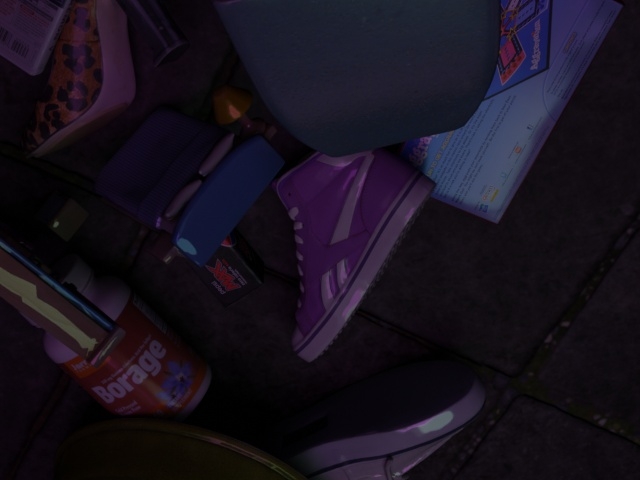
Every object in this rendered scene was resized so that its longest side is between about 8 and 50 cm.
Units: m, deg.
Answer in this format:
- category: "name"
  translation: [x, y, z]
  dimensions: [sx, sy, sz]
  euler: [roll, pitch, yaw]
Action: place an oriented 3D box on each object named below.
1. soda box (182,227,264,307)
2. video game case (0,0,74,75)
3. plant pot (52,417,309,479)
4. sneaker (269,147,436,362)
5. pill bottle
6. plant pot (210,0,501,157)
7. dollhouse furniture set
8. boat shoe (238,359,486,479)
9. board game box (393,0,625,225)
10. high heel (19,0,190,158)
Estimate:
- category: "soda box"
  translation: [-0.134, -0.008, 1.374]
  dimensions: [0.060, 0.053, 0.169]
  euler: [-32, 114, 15]
- category: "video game case"
  translation: [-0.324, -0.292, 1.202]
  dimensions: [0.201, 0.023, 0.183]
  euler: [34, 114, 7]
- category: "plant pot"
  translation: [-0.188, 0.450, 1.373]
  dimensions: [0.367, 0.353, 0.366]
  euler: [10, 139, 9]
- category: "sneaker"
  translation: [0.000, -0.001, 1.372]
  dimensions: [0.161, 0.102, 0.282]
  euler: [32, 120, 5]
- category: "pill bottle"
  translation: [-0.237, 0.120, 1.399]
  dimensions: [0.121, 0.121, 0.216]
  euler: [-37, 113, 16]
- category: "plant pot"
  translation: [0.044, -0.225, 1.166]
  dimensions: [0.248, 0.247, 0.252]
  euler: [-13, 135, 6]
- category: "dollhouse furniture set"
  translation: [-0.241, -0.079, 1.234]
  dimensions: [0.303, 0.286, 0.198]
  euler: [-51, 129, -9]
- category: "boat shoe"
  translation: [0.053, 0.277, 1.480]
  dimensions: [0.367, 0.136, 0.156]
  euler: [-26, 115, 15]
- category: "board game box"
  translation: [0.193, -0.161, 1.316]
  dimensions: [0.145, 0.027, 0.281]
  euler: [21, 115, -13]
- category: "high heel"
  translation: [-0.267, -0.212, 1.271]
  dimensions: [0.261, 0.093, 0.186]
  euler: [-34, 87, 32]
